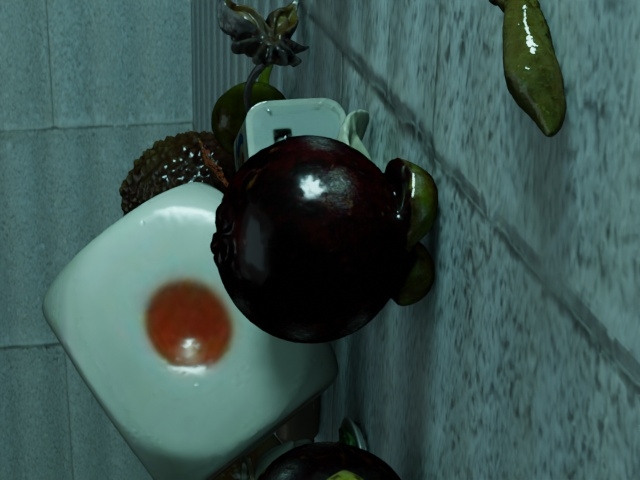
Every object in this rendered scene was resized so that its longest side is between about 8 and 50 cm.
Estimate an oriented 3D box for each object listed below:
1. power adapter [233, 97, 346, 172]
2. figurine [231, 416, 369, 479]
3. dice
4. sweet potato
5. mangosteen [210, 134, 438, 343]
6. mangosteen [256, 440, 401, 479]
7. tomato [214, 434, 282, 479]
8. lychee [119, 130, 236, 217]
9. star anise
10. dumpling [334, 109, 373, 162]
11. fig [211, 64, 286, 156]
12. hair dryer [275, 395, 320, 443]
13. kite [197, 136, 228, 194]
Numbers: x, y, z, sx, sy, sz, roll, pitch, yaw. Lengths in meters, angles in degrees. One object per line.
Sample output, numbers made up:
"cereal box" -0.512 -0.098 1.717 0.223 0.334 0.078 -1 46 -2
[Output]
"power adapter" -0.042 -0.088 1.547 0.205 0.125 0.130 135 129 -75
"figurine" -0.025 0.280 1.471 0.132 0.153 0.132 175 90 -78
"dice" -0.163 0.128 1.558 0.304 0.277 0.304 51 167 7
"sweet potato" 0.137 -0.129 0.828 0.041 0.038 0.153 -52 35 39
"mangosteen" 0.000 0.000 1.143 0.210 0.209 0.210 177 90 -79
"mangosteen" 0.032 0.287 1.192 0.217 0.192 0.192 -11 80 41
"tomato" -0.147 0.408 1.999 0.270 0.222 0.270 -7 -90 -81
"lychee" -0.196 -0.066 2.076 0.267 0.267 0.268 177 90 -79
"star anise" -0.074 -0.213 1.754 0.148 0.218 0.227 -42 -16 -47
"dumpling" 0.005 -0.020 1.320 0.162 0.132 0.250 -128 54 -82
"fig" -0.096 -0.223 1.889 0.124 0.124 0.236 100 178 -50
"hair dryer" -0.035 0.216 1.803 0.182 0.064 0.117 -105 15 -78
"kite" -0.113 -0.045 1.553 0.222 0.008 0.125 60 166 -21
